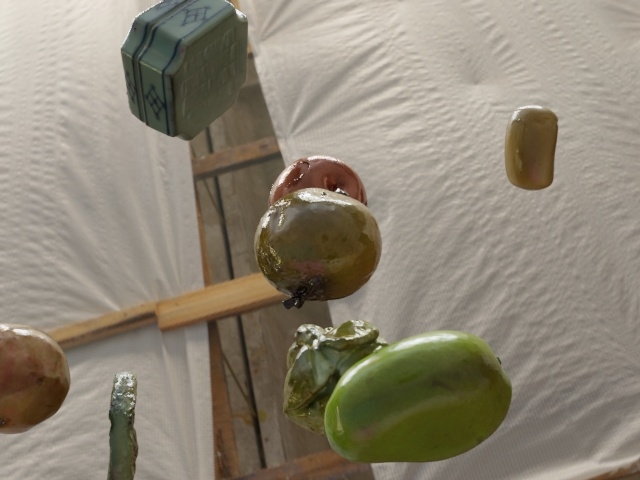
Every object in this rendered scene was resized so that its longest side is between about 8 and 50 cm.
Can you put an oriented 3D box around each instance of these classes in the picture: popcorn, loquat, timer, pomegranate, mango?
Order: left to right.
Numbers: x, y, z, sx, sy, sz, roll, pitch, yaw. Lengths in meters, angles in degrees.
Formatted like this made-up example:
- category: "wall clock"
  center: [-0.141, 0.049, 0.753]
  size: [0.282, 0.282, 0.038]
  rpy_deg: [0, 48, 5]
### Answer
- category: "pomegranate"
  center: [-0.520, 0.227, 1.112]
  size: [0.191, 0.191, 0.191]
  rpy_deg: [-7, -127, 9]
- category: "timer"
  center: [-0.004, -0.082, 1.539]
  size: [0.230, 0.215, 0.229]
  rpy_deg: [8, -114, -19]
- category: "loquat"
  center: [0.000, 0.000, 0.901]
  size: [0.172, 0.149, 0.204]
  rpy_deg: [-1, -141, 21]
- category: "popcorn"
  center: [0.026, 0.294, 1.415]
  size: [0.277, 0.225, 0.276]
  rpy_deg: [-19, -171, 3]
- category: "mango"
  center: [0.086, 0.133, 0.555]
  size: [0.163, 0.117, 0.089]
  rpy_deg: [-2, -142, -28]

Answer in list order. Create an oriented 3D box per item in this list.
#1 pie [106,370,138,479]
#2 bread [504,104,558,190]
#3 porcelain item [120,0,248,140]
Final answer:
- category: "pie"
  center: [-0.367, 0.361, 1.229]
  size: [0.054, 0.240, 0.240]
  rpy_deg: [1, -129, -15]
- category: "bread"
  center: [0.523, -0.232, 1.672]
  size: [0.098, 0.217, 0.147]
  rpy_deg: [-6, -167, -19]
- category: "porcelain item"
  center: [-0.295, -0.392, 1.464]
  size: [0.157, 0.281, 0.286]
  rpy_deg: [30, -124, 16]
